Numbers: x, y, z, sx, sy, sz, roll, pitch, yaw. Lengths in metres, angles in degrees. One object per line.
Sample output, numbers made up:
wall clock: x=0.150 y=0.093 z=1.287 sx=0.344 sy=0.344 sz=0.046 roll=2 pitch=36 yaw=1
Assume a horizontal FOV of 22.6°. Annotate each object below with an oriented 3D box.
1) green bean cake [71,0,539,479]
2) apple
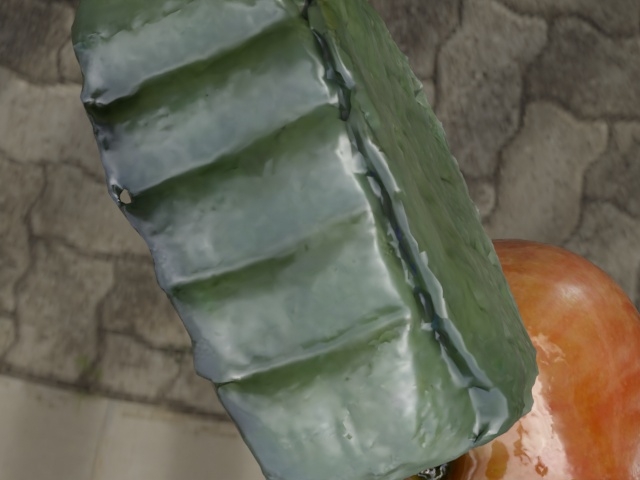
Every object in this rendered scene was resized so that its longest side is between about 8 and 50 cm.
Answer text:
green bean cake: x=0.000 y=0.000 z=0.644 sx=0.124 sy=0.227 sz=0.223 roll=-23 pitch=82 yaw=9
apple: x=0.101 y=0.121 z=0.996 sx=0.242 sy=0.241 sz=0.242 roll=4 pitch=100 yaw=23
